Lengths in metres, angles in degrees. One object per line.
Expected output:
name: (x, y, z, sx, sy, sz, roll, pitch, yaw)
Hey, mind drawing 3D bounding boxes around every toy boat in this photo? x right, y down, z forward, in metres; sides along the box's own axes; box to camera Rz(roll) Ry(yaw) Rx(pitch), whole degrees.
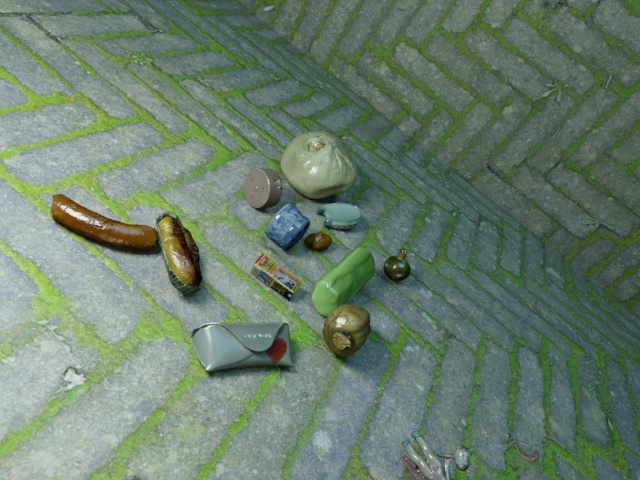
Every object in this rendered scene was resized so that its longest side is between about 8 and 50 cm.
toy boat: (0.083, -0.098, 2.049, 0.207, 0.079, 0.134, -7, 44, -32)

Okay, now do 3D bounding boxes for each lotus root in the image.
lotus root: (0.087, 0.285, 1.514, 0.139, 0.155, 0.256, 7, 7, 22)

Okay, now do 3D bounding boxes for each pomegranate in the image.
pomegranate: (0.322, 0.097, 1.956, 0.114, 0.142, 0.114, 16, 16, -5)

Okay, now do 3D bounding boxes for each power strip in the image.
power strip: (-0.219, -0.199, 1.808, 0.078, 0.154, 0.154, -6, 52, -48)

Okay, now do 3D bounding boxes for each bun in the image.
bun: (0.000, -0.347, 2.077, 0.360, 0.213, 0.361, 8, 48, -9)

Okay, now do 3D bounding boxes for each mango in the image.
mango: (0.000, 0.000, 1.849, 0.127, 0.063, 0.077, -2, 41, -44)

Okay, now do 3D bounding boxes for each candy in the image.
candy: (0.090, 0.140, 1.697, 0.132, 0.142, 0.343, 53, 36, 0)

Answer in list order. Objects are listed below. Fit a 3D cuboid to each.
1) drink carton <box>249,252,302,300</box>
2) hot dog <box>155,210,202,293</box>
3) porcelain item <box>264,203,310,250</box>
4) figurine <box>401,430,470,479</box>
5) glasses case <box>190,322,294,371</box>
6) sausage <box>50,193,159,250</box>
drink carton: (-0.149, 0.122, 1.577, 0.165, 0.056, 0.071, 37, 42, 0)
hot dog: (-0.405, 0.035, 1.380, 0.163, 0.081, 0.271, 63, 1, -61)
porcelain item: (-0.116, -0.045, 1.723, 0.114, 0.147, 0.147, 42, 34, 5)
figurine: (0.342, 0.653, 1.328, 0.205, 0.103, 0.260, -24, 59, -25)
glasses case: (-0.195, 0.289, 1.308, 0.307, 0.083, 0.128, 7, 43, -36)
sausage: (-0.608, -0.039, 1.334, 0.302, 0.076, 0.103, 24, 36, -19)
